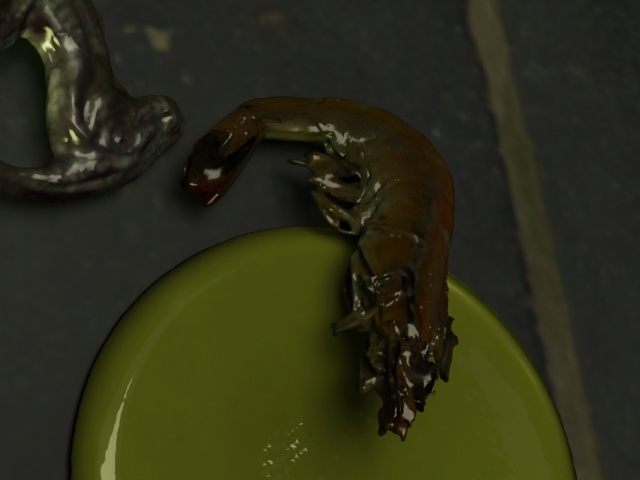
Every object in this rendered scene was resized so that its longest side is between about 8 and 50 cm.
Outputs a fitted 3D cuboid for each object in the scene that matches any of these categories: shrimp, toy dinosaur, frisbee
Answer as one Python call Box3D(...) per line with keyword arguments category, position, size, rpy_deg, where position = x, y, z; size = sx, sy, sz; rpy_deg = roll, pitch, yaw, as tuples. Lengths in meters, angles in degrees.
Box3D(category="shrimp", position=(0.001, -0.001, 0.784), size=(0.124, 0.034, 0.178), rpy_deg=(17, 49, -13))
Box3D(category="toy dinosaur", position=(-0.175, -0.121, 0.740), size=(0.294, 0.077, 0.162), rpy_deg=(18, 65, -19))
Box3D(category="frisbee", position=(0.010, 0.103, 0.780), size=(0.236, 0.017, 0.236), rpy_deg=(9, 67, -22))
